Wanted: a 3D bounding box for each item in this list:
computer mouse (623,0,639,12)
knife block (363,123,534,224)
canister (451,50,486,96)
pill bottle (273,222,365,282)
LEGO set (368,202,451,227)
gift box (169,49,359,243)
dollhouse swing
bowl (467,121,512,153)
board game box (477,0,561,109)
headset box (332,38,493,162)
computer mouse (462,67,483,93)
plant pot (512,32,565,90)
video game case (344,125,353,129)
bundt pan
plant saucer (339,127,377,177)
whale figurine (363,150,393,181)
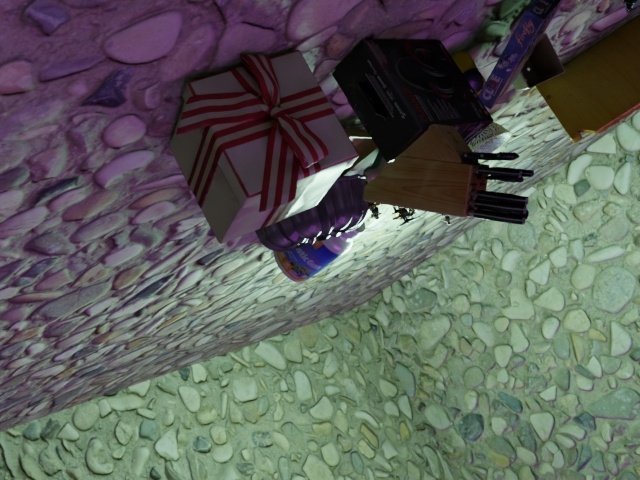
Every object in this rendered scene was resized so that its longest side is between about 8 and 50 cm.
[{"bbox_3d":[0.859,-0.652,1.929,0.184,0.060,0.262,-27,179,-26],"label":"computer mouse"},{"bbox_3d":[0.244,-0.079,1.439,0.275,0.242,0.088,-41,161,29],"label":"knife block"},{"bbox_3d":[0.316,-0.366,1.841,0.126,0.073,0.170,-33,164,14],"label":"canister"},{"bbox_3d":[0.000,0.000,2.383,0.272,0.152,0.152,-37,165,30],"label":"pill bottle"},{"bbox_3d":[0.293,-0.118,2.337,0.331,0.192,0.255,-24,-175,-28],"label":"LEGO set"},{"bbox_3d":[-0.115,-0.151,1.373,0.276,0.255,0.258,-29,170,-29],"label":"gift box"},{"bbox_3d":[0.864,-0.428,2.312,0.346,0.315,0.305,-34,146,18],"label":"dollhouse swing"},{"bbox_3d":[0.481,-0.309,2.374,0.170,0.080,0.170,-28,167,-7],"label":"bowl"},{"bbox_3d":[0.434,-0.419,1.710,0.165,0.042,0.243,-48,168,-42],"label":"board game box"},{"bbox_3d":[0.177,-0.280,1.558,0.293,0.218,0.110,-14,158,-46],"label":"headset box"},{"bbox_3d":[0.342,-0.324,1.808,0.071,0.041,0.242,-33,164,3],"label":"computer mouse"},{"bbox_3d":[0.518,-0.432,1.960,0.109,0.109,0.096,-26,180,-12],"label":"plant pot"},{"bbox_3d":[0.026,-0.217,1.919,0.157,0.019,0.143,-31,166,14],"label":"video game case"},{"bbox_3d":[-0.022,-0.059,2.025,0.330,0.124,0.331,-17,175,-1],"label":"bundt pan"},{"bbox_3d":[0.041,-0.206,1.849,0.188,0.045,0.188,-37,164,32],"label":"plant saucer"},{"bbox_3d":[0.206,-0.224,2.089,0.216,0.141,0.272,-22,143,0],"label":"whale figurine"}]
